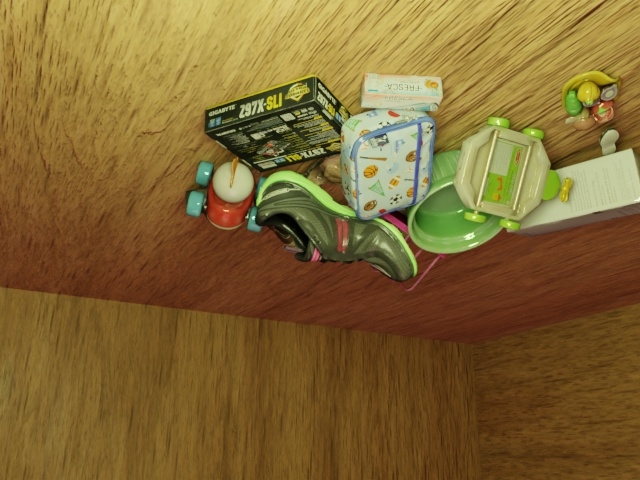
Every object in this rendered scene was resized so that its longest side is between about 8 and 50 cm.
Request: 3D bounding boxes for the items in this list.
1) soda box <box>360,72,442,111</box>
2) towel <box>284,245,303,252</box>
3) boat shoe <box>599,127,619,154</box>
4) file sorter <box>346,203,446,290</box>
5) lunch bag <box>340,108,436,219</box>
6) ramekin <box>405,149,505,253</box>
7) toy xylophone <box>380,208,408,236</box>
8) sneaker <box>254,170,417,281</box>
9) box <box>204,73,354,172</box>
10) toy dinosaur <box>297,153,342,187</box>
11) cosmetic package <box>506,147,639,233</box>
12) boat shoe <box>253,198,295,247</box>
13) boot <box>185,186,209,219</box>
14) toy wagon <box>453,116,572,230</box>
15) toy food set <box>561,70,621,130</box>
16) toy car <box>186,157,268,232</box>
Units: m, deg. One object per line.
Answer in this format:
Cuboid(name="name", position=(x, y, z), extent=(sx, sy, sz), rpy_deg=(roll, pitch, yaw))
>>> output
Cuboid(name="soda box", position=(0.185, -0.342, 1.430), extent=(0.183, 0.058, 0.063), rpy_deg=(3, 160, -4))
Cuboid(name="towel", position=(0.000, 0.000, 2.406), extent=(0.209, 0.034, 0.285), rpy_deg=(12, 155, -21))
Cuboid(name="boat shoe", position=(0.759, -0.269, 1.637), extent=(0.046, 0.038, 0.125), rpy_deg=(-19, 156, 20))
Cuboid(name="file sorter", position=(0.204, -0.001, 1.952), extent=(0.290, 0.202, 0.182), rpy_deg=(32, 104, -25))
Cuboid(name="lunch bag", position=(0.175, -0.202, 1.556), extent=(0.243, 0.115, 0.303), rpy_deg=(-17, 140, -12))
Cuboid(name="ramekin", position=(0.383, -0.115, 1.786), extent=(0.303, 0.148, 0.303), rpy_deg=(-6, 138, -5))
Cuboid(name="toy xylophone", position=(0.366, -0.053, 2.178), extent=(0.322, 0.081, 0.236), rpy_deg=(-8, 158, 24))
Cuboid(name="sneaker", position=(0.035, 0.000, 1.697), extent=(0.483, 0.202, 0.185), rpy_deg=(27, 156, 2))
Cuboid(name="box", position=(-0.092, -0.284, 1.571), extent=(0.322, 0.079, 0.257), rpy_deg=(-10, 159, 27))
Cuboid(name="toy dinosaur", position=(0.040, -0.201, 1.740), extent=(0.200, 0.127, 0.296), rpy_deg=(9, 154, -4))
Cuboid(name="cosmetic package", position=(0.750, -0.127, 1.814), extent=(0.385, 0.156, 0.217), rpy_deg=(-18, 165, 39))
Cuboid(name="boat shoe", position=(-0.135, -0.080, 1.907), extent=(0.123, 0.123, 0.342), rpy_deg=(25, -168, -25))
Cuboid(name="boot", position=(-0.309, -0.120, 2.029), extent=(0.161, 0.083, 0.246), rpy_deg=(-15, 156, 24))
Cuboid(name="toy wagon", position=(0.508, -0.163, 1.626), extent=(0.344, 0.267, 0.068), rpy_deg=(10, -173, -25))
Cuboid(name="toy food set", position=(0.644, -0.314, 1.471), extent=(0.128, 0.071, 0.218), rpy_deg=(-7, 159, 20))
Cuboid(name="toy car", position=(-0.242, -0.166, 1.734), extent=(0.219, 0.210, 0.238), rpy_deg=(15, 149, -8))
